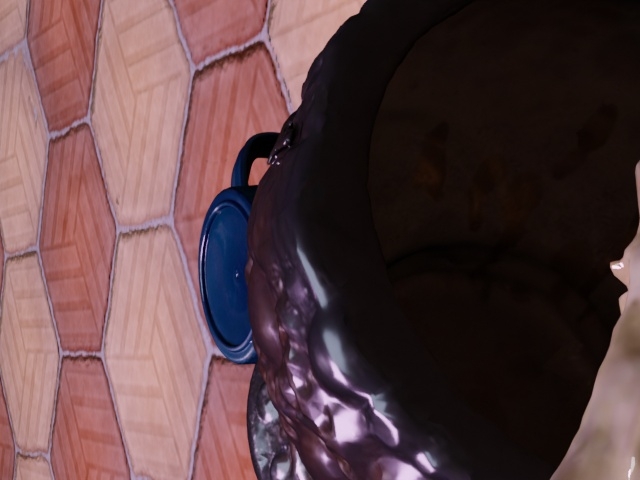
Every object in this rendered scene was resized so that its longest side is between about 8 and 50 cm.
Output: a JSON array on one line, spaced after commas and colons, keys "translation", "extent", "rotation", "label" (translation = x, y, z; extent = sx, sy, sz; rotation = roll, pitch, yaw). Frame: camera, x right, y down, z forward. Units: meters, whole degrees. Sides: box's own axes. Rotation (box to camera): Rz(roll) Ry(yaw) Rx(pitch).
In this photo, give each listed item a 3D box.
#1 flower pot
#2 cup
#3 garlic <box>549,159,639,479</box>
[{"translation": [0.085, 0.046, 0.612], "extent": [0.267, 0.266, 0.266], "rotation": [117, 142, -61], "label": "flower pot"}, {"translation": [-0.001, 0.010, 0.880], "extent": [0.150, 0.138, 0.113], "rotation": [48, 133, 51], "label": "cup"}, {"translation": [0.210, 0.071, 0.335], "extent": [0.313, 0.286, 0.249], "rotation": [-2, 126, 44], "label": "garlic"}]
